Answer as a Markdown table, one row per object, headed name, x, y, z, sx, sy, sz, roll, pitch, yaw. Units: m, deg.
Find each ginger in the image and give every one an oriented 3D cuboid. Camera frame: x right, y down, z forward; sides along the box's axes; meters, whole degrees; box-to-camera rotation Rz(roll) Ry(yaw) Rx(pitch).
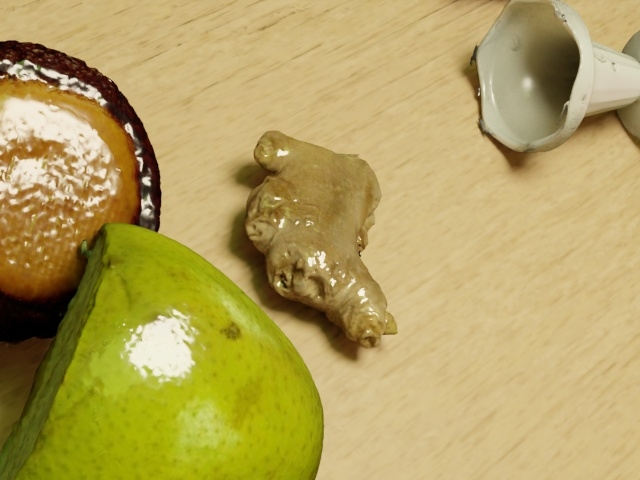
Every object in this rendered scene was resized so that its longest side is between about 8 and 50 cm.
| name | x | y | z | sx | sy | sz | roll | pitch | yaw |
| --- | --- | --- | --- | --- | --- | --- | --- | --- | --- |
| ginger | -0.005 | -0.001 | 1.200 | 0.137 | 0.074 | 0.213 | 5 | 62 | -21 |

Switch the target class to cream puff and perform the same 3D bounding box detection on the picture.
| name | x | y | z | sx | sy | sz | roll | pitch | yaw |
| --- | --- | --- | --- | --- | --- | --- | --- | --- | --- |
| cream puff | -0.244 | -0.037 | 1.044 | 0.239 | 0.165 | 0.239 | 3 | 83 | -32 |

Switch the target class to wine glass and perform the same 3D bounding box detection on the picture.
| name | x | y | z | sx | sy | sz | roll | pitch | yaw |
| --- | --- | --- | --- | --- | --- | --- | --- | --- | --- |
| wine glass | 0.281 | -0.172 | 1.387 | 0.196 | 0.165 | 0.165 | -4 | 59 | -30 |

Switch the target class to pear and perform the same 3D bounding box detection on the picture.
| name | x | y | z | sx | sy | sz | roll | pitch | yaw |
| --- | --- | --- | --- | --- | --- | --- | --- | --- | --- |
| pear | -0.099 | 0.156 | 0.950 | 0.239 | 0.139 | 0.288 | 27 | 81 | -23 |
